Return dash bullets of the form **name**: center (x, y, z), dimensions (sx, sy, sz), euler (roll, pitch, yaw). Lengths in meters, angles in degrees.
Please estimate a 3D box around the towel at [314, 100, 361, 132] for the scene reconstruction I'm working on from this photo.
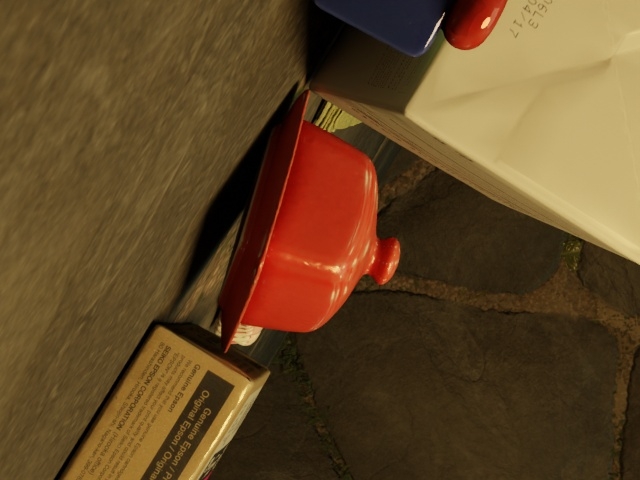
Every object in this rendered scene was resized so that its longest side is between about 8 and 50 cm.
- **towel**: center (0.057, -0.149, 1.097), dimensions (0.148, 0.027, 0.110), euler (-27, 158, -45)

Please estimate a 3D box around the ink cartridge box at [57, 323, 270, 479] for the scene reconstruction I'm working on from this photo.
- **ink cartridge box**: center (-0.128, 0.167, 0.989), dimensions (0.193, 0.088, 0.235), euler (-59, 177, -2)

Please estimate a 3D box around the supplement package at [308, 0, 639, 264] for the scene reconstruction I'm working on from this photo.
- **supplement package**: center (0.131, -0.122, 0.800), dimensions (0.178, 0.175, 0.293), euler (-59, -166, 4)

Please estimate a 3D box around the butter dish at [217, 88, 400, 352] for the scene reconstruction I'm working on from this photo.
- **butter dish**: center (0.000, 0.000, 0.905), dimensions (0.160, 0.118, 0.160), euler (115, -10, -59)

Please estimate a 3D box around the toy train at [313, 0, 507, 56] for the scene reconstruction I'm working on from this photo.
- **toy train**: center (0.083, -0.221, 0.589), dimensions (0.248, 0.105, 0.143), euler (-60, -174, 25)

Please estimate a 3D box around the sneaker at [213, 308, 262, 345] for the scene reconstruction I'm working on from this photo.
- **sneaker**: center (-0.076, 0.076, 1.227), dimensions (0.070, 0.051, 0.134), euler (-64, 180, 7)
